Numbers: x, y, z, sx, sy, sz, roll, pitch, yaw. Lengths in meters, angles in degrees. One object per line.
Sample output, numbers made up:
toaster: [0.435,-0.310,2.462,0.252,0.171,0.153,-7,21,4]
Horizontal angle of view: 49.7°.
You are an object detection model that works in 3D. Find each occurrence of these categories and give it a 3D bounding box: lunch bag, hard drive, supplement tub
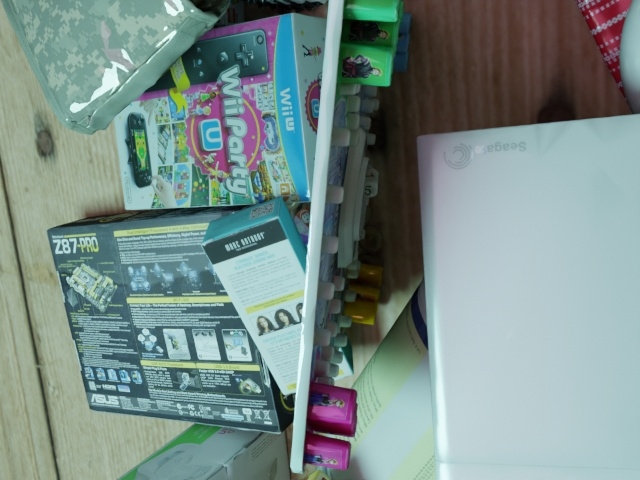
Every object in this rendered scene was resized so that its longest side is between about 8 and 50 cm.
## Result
lunch bag: [-0.235,-0.290,0.801,0.235,0.169,0.287,-31,70,29]
hard drive: [0.191,0.058,0.576,0.203,0.040,0.307,-3,91,17]
supplement tub: [0.148,0.203,0.773,0.235,0.235,0.325,38,119,16]

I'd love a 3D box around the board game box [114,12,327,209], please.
board game box: [-0.130,-0.160,0.909,0.303,0.097,0.224,-1,99,29]

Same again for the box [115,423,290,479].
box: [-0.155,0.397,0.987,0.127,0.262,0.231,1,105,30]

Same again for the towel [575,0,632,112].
towel: [0.336,-0.261,0.637,0.199,0.031,0.275,-25,99,33]

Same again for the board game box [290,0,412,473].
board game box: [0.042,-0.041,0.682,0.050,0.390,0.390,7,106,6]

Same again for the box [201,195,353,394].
box: [-0.047,0.074,0.860,0.100,0.060,0.244,-19,116,11]

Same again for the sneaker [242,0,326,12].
sneaker: [-0.008,-0.334,0.813,0.234,0.078,0.106,6,92,35]

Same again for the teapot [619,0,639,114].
teapot: [0.361,-0.143,0.549,0.256,0.187,0.252,41,127,3]

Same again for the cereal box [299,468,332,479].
cereal box: [0.034,0.362,0.736,0.240,0.047,0.173,44,132,-1]

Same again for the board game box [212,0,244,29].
board game box: [-0.196,-0.433,0.902,0.193,0.053,0.305,8,107,27]

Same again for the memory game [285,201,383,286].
memory game: [0.000,0.000,0.935,0.186,0.012,0.186,9,108,28]

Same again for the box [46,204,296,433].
box: [-0.225,0.113,1.043,0.395,0.097,0.318,-4,104,33]
